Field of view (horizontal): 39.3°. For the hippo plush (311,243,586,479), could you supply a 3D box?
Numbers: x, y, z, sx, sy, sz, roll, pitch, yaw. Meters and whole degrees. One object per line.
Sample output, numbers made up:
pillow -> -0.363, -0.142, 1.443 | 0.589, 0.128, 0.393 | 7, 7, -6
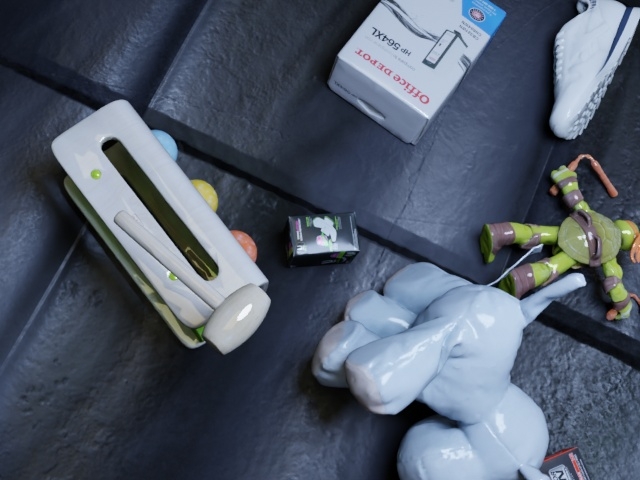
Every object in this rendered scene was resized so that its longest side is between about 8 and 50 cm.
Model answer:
hippo plush -> 0.158, 0.163, 1.033 | 0.294, 0.234, 0.236 | -25, 108, -1

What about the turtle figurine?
turtle figurine -> 0.327, 0.018, 1.137 | 0.217, 0.087, 0.269 | -13, 75, -13

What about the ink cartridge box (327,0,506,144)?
ink cartridge box -> 0.128, -0.253, 1.193 | 0.148, 0.086, 0.203 | 35, 70, 3

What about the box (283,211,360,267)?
box -> 0.000, 0.000, 1.103 | 0.083, 0.062, 0.052 | -4, 75, -11

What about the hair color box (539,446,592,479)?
hair color box -> 0.251, 0.303, 1.057 | 0.141, 0.043, 0.072 | -19, 77, -14

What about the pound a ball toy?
pound a ball toy -> -0.159, -0.017, 1.006 | 0.135, 0.208, 0.319 | -37, 81, -18

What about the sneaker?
sneaker -> 0.358, -0.240, 1.238 | 0.095, 0.090, 0.235 | 26, 66, 13
